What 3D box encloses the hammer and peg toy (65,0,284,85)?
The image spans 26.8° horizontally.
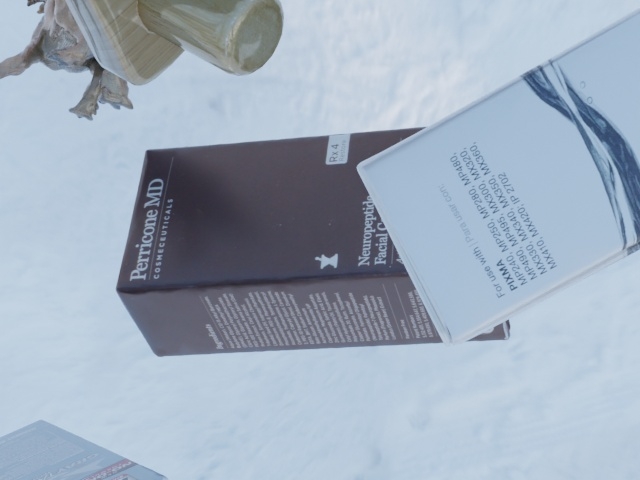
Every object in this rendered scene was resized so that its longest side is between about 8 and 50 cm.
[{"bbox_3d":[0.000,-0.264,0.523,0.127,0.266,0.361,31,70,29],"label":"hammer and peg toy"}]

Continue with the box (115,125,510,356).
[{"bbox_3d":[0.000,0.000,1.387,0.381,0.143,0.191,-5,53,15],"label":"box"}]

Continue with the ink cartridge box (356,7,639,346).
[{"bbox_3d":[0.146,-0.046,0.681,0.237,0.172,0.100,-29,86,5],"label":"ink cartridge box"}]

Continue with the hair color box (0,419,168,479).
[{"bbox_3d":[-0.210,0.278,1.147,0.113,0.374,0.185,-22,99,-25],"label":"hair color box"}]

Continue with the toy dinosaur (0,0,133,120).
[{"bbox_3d":[-0.242,-0.241,1.375,0.127,0.295,0.200,26,68,-35],"label":"toy dinosaur"}]
